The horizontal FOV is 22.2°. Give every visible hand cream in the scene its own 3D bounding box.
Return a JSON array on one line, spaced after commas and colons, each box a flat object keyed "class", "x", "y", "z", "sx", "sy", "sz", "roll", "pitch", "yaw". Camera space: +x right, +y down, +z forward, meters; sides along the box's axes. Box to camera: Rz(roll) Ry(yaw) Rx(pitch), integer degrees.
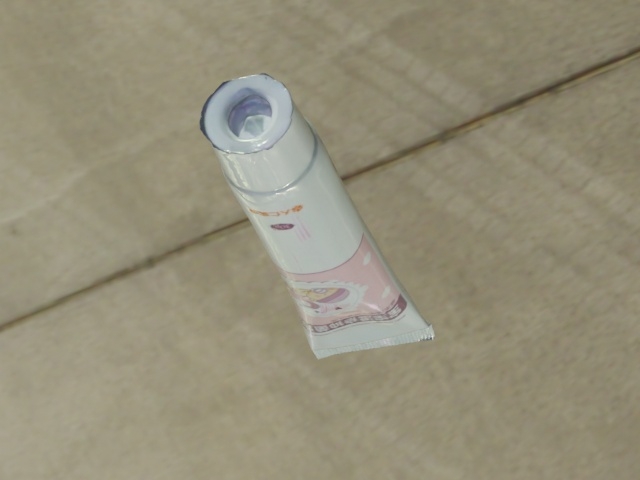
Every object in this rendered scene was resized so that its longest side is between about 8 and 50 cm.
[{"class": "hand cream", "x": 0.000, "y": 0.000, "z": 0.994, "sx": 0.085, "sy": 0.331, "sz": 0.058, "roll": -14, "pitch": 64, "yaw": 8}]
